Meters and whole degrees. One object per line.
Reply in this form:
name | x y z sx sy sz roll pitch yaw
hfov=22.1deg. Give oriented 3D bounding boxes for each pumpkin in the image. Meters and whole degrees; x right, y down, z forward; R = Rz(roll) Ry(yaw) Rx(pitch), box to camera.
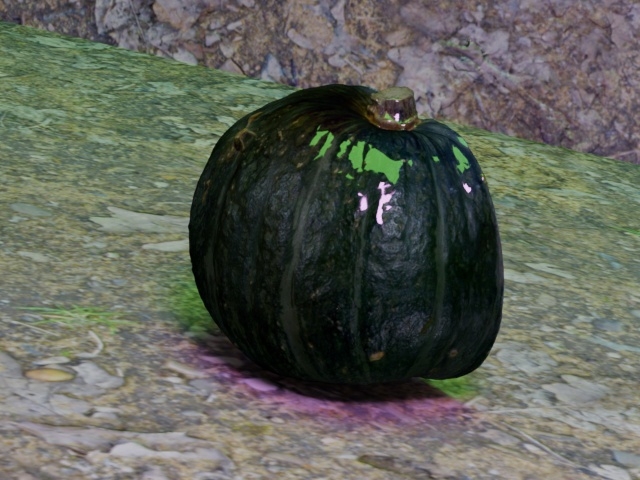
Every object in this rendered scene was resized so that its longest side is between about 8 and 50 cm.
pumpkin | 0.000 0.000 1.448 0.196 0.263 0.293 -12 24 -37
